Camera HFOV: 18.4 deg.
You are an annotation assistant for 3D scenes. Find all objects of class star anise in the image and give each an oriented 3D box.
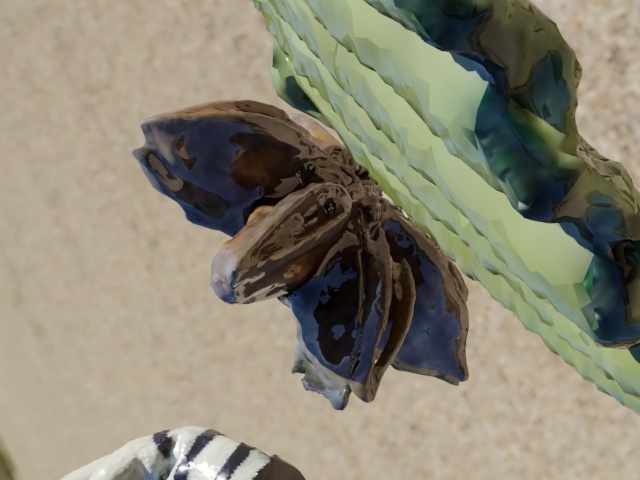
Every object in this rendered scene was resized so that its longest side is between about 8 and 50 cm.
[{"bbox_3d":[0.000,0.000,1.076,0.229,0.093,0.236,46,-164,-6],"label":"star anise"}]

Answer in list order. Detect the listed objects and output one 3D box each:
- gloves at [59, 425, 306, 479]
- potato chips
[{"bbox_3d":[-0.118,0.198,1.377,0.219,0.131,0.140,2,137,36],"label":"gloves"},{"bbox_3d":[0.010,-0.108,0.717,0.429,0.070,0.358,53,171,51],"label":"potato chips"}]
